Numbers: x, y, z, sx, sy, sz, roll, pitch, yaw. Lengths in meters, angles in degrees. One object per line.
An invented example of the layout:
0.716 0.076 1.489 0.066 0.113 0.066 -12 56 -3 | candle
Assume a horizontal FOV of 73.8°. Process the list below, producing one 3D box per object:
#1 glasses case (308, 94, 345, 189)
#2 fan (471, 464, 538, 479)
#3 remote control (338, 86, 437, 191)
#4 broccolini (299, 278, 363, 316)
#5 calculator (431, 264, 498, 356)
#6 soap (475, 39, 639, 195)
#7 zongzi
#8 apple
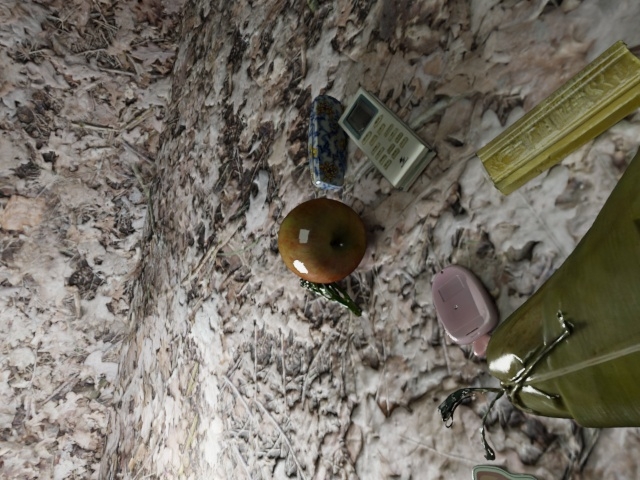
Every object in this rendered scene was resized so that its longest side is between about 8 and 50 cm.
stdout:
0.016 -0.245 1.059 0.065 0.087 0.248 -26 61 59 | glasses case
0.306 0.403 0.599 0.220 0.009 0.132 -8 75 50 | fan
0.134 -0.231 0.937 0.103 0.055 0.277 -54 45 25 | remote control
0.022 0.114 0.980 0.201 0.058 0.074 34 114 50 | broccolini
0.247 0.118 0.734 0.103 0.024 0.166 -46 48 33 | calculator
0.366 -0.178 0.658 0.252 0.037 0.092 -40 53 36 | soap
0.296 0.047 0.509 0.447 0.181 0.418 -23 91 46 | zongzi
0.000 0.000 0.935 0.174 0.188 0.188 12 90 56 | apple
